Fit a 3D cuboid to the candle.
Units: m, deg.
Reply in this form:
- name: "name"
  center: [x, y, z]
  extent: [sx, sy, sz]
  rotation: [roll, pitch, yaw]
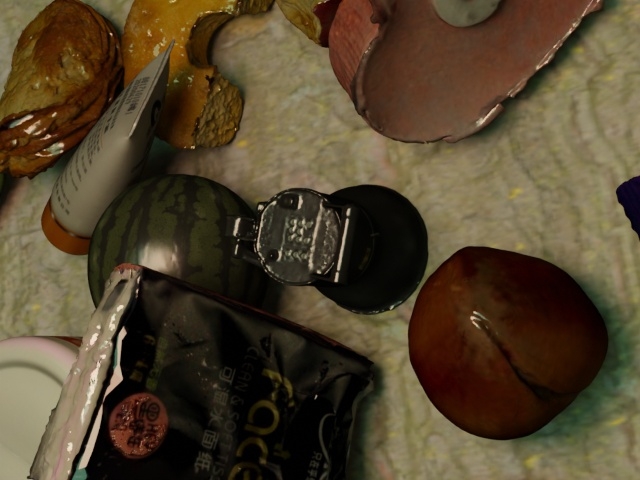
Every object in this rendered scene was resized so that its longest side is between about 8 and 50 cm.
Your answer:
- name: "candle"
  center: [0.142, -0.268, 1.237]
  extent: [0.287, 0.317, 0.131]
  rotation: [-14, 40, -12]

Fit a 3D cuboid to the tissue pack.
- name: "tissue pack"
  center: [-0.101, 0.182, 1.238]
  extent: [0.123, 0.332, 0.245]
  rotation: [3, 71, 52]

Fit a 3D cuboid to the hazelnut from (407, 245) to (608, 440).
- name: "hazelnut"
  center: [0.175, 0.097, 1.202]
  extent: [0.208, 0.208, 0.208]
  rotation: [-3, 84, 25]

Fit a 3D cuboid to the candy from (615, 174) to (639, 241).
- name: "candy"
  center: [0.410, -0.061, 1.160]
  extent: [0.275, 0.070, 0.145]
  rotation: [-41, 67, 37]

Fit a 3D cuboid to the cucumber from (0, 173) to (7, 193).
- name: "cucumber"
  center: [-0.513, -0.037, 1.598]
  extent: [0.325, 0.105, 0.145]
  rotation: [-43, 43, 16]

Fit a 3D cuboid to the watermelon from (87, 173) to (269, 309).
- name: "watermelon"
  center: [-0.159, 0.029, 1.364]
  extent: [0.212, 0.212, 0.212]
  rotation: [-3, 84, 25]

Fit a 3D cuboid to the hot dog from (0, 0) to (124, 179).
- name: "hot dog"
  center: [-0.325, -0.180, 1.493]
  extent: [0.175, 0.114, 0.259]
  rotation: [-27, 36, 36]

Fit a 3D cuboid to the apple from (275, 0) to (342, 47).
- name: "apple"
  center: [0.022, -0.302, 1.348]
  extent: [0.158, 0.147, 0.156]
  rotation: [60, 142, 27]

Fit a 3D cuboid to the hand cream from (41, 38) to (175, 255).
- name: "hand cream"
  center: [-0.239, -0.100, 1.397]
  extent: [0.089, 0.314, 0.139]
  rotation: [25, 54, -11]

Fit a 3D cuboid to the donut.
- name: "donut"
  center: [-0.152, -0.242, 1.444]
  extent: [0.152, 0.101, 0.259]
  rotation: [20, 96, 27]

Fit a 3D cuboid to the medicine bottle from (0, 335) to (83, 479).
- name: "medicine bottle"
  center: [-0.271, 0.234, 1.378]
  extent: [0.253, 0.241, 0.252]
  rotation: [-3, 83, 25]

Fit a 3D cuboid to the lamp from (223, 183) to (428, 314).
- name: "lamp"
  center: [0.000, 0.000, 1.279]
  extent: [0.172, 0.227, 0.147]
  rotation: [11, 90, 26]
